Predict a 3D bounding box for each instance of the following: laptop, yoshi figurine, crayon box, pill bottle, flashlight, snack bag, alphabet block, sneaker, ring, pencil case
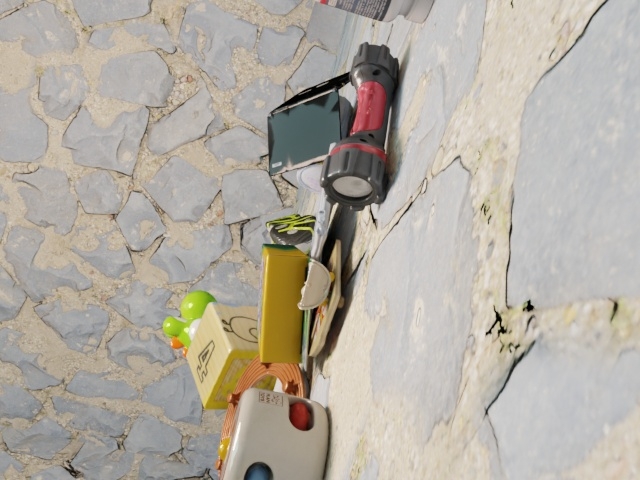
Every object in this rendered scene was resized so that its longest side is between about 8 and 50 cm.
[{"bbox_3d":[-0.002,-0.296,1.396,0.234,0.137,0.264,-9,26,40],"label":"laptop"},{"bbox_3d":[-0.272,0.248,1.682,0.203,0.362,0.204,-87,13,-63],"label":"yoshi figurine"},{"bbox_3d":[-0.079,0.118,1.142,0.323,0.083,0.203,-159,73,-80],"label":"crayon box"},{"bbox_3d":[0.086,-0.404,0.887,0.108,0.180,0.108,-165,90,-84],"label":"pill bottle"},{"bbox_3d":[0.069,-0.196,0.920,0.103,0.103,0.304,114,168,-59],"label":"flashlight"},{"bbox_3d":[0.000,0.000,1.231,0.323,0.037,0.343,-81,1,-48],"label":"snack bag"},{"bbox_3d":[-0.210,0.296,1.459,0.197,0.192,0.193,50,123,49],"label":"alphabet block"},{"bbox_3d":[-0.072,0.009,1.686,0.384,0.145,0.147,-135,29,-79],"label":"sneaker"},{"bbox_3d":[-0.132,0.378,1.141,0.336,0.032,0.337,-41,37,41],"label":"ring"},{"bbox_3d":[0.016,-0.248,1.440,0.124,0.113,0.273,-40,32,46],"label":"pencil case"}]

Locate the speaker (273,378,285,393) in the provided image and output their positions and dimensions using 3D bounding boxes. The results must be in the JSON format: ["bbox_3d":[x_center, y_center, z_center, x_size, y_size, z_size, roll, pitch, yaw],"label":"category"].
[{"bbox_3d":[-0.080,0.346,1.194,0.055,0.055,0.136,-96,22,-71],"label":"speaker"}]

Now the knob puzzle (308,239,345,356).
[{"bbox_3d":[0.013,0.124,1.011,0.213,0.030,0.213,-166,90,-83],"label":"knob puzzle"}]

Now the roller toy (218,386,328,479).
[{"bbox_3d":[-0.079,0.320,0.844,0.191,0.146,0.209,115,168,-55],"label":"roller toy"}]

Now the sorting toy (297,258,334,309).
[{"bbox_3d":[-0.013,0.069,0.949,0.075,0.044,0.083,-149,74,-69],"label":"sorting toy"}]
